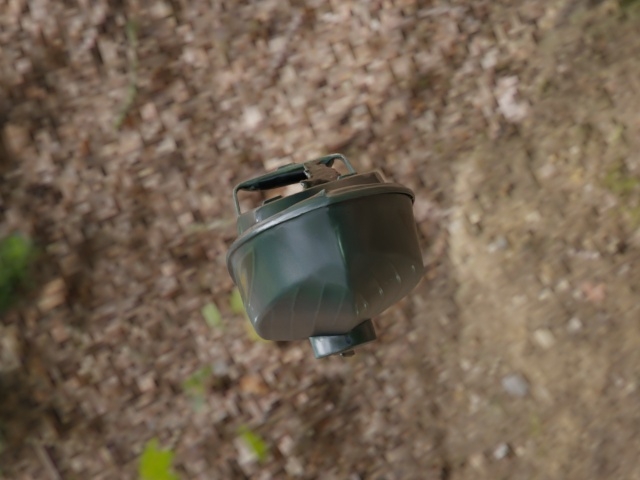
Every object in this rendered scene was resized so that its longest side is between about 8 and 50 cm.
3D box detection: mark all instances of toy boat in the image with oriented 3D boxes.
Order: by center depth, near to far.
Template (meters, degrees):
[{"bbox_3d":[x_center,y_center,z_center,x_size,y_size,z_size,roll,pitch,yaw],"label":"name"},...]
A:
[{"bbox_3d":[0.000,0.000,0.923,0.093,0.246,0.103,-18,84,-3],"label":"toy boat"}]
